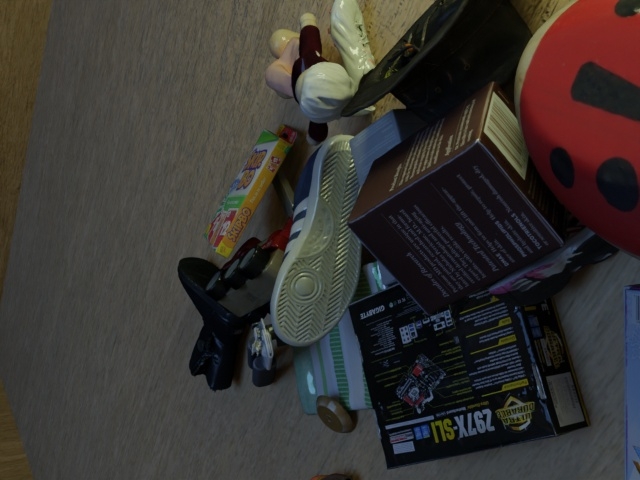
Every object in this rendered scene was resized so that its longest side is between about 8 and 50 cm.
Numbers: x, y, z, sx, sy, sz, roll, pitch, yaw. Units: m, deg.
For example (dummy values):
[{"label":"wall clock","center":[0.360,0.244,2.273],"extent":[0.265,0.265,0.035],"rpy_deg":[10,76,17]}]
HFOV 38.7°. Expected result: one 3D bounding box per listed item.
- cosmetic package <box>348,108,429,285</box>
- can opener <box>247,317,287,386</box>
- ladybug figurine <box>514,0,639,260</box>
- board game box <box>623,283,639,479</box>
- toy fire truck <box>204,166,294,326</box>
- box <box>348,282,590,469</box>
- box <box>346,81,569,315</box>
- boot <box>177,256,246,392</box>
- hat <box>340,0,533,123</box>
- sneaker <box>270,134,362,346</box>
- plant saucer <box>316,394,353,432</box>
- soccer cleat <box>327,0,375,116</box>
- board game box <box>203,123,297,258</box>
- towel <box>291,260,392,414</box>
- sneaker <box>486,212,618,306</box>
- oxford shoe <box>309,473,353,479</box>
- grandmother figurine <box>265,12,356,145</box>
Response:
[{"label":"cosmetic package","center":[0.135,-0.063,1.339],"extent":[0.127,0.107,0.237],"rpy_deg":[-27,74,54]},{"label":"can opener","center":[-0.092,0.210,1.686],"extent":[0.280,0.093,0.074],"rpy_deg":[111,146,-66]},{"label":"ladybug figurine","center":[0.348,-0.128,0.909],"extent":[0.449,0.162,0.305],"rpy_deg":[38,113,55]},{"label":"board game box","center":[0.455,0.212,0.916],"extent":[0.319,0.066,0.317],"rpy_deg":[5,98,56]},{"label":"toy fire truck","center":[-0.097,0.003,1.682],"extent":[0.217,0.158,0.246],"rpy_deg":[-32,25,53]},{"label":"box","center":[0.190,0.166,1.272],"extent":[0.322,0.079,0.257],"rpy_deg":[-29,72,47]},{"label":"box","center":[0.173,-0.051,1.119],"extent":[0.203,0.168,0.167],"rpy_deg":[-33,109,33]},{"label":"boot","center":[-0.249,0.178,1.941],"extent":[0.246,0.094,0.207],"rpy_deg":[42,123,39]},{"label":"hat","center":[0.183,-0.242,1.188],"extent":[0.134,0.331,0.331],"rpy_deg":[43,143,-8]},{"label":"sneaker","center":[0.000,0.000,1.505],"extent":[0.148,0.131,0.349],"rpy_deg":[-162,91,-76]},{"label":"plant saucer","center":[0.020,0.307,1.590],"extent":[0.083,0.015,0.083],"rpy_deg":[32,144,28]},{"label":"soccer cleat","center":[0.059,-0.297,1.462],"extent":[0.076,0.068,0.196],"rpy_deg":[10,109,51]},{"label":"board game box","center":[-0.130,-0.099,1.676],"extent":[0.259,0.039,0.124],"rpy_deg":[-58,22,4]},{"label":"towel","center":[0.038,0.171,1.565],"extent":[0.325,0.038,0.247],"rpy_deg":[-21,77,55]},{"label":"sneaker","center":[0.283,0.013,1.122],"extent":[0.178,0.072,0.077],"rpy_deg":[-31,46,12]},{"label":"oxford shoe","center":[0.038,0.536,1.555],"extent":[0.098,0.097,0.271],"rpy_deg":[-26,71,48]},{"label":"grandmother figurine","center":[-0.020,-0.250,1.446],"extent":[0.342,0.104,0.207],"rpy_deg":[-122,16,-71]}]
